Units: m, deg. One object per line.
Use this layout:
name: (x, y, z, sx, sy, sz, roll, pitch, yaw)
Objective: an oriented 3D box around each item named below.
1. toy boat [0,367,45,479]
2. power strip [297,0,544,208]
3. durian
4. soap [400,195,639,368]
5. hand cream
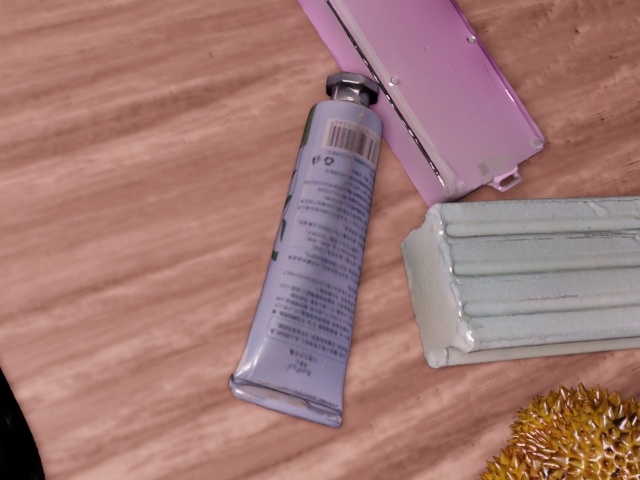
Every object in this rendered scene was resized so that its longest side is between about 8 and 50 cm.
toy boat: (-0.265, 0.069, 0.862, 0.092, 0.134, 0.299, -27, 86, 6)
power strip: (0.064, -0.153, 1.128, 0.109, 0.037, 0.279, -31, 87, -31)
durian: (0.181, 0.174, 1.002, 0.137, 0.168, 0.158, 34, 77, -30)
soap: (0.165, 0.029, 1.095, 0.198, 0.063, 0.115, -2, 71, -26)
hand cream: (0.000, 0.000, 1.033, 0.088, 0.055, 0.256, 22, 66, -26)
